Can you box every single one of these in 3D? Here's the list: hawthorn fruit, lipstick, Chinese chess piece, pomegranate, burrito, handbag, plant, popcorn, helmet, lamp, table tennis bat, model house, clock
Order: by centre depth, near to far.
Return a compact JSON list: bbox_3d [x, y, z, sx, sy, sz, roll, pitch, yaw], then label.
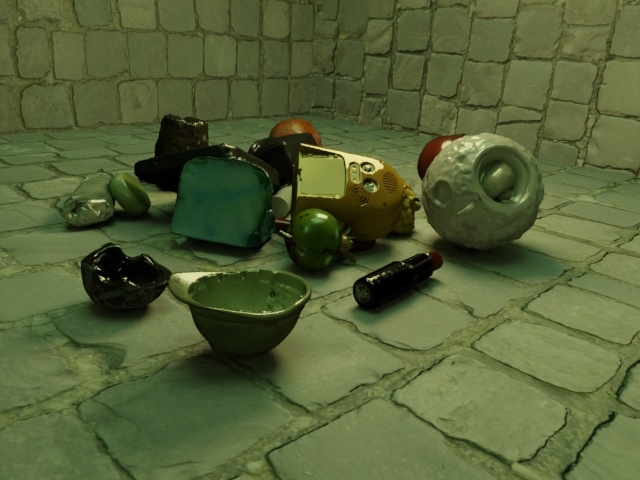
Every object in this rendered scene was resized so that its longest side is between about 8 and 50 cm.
[{"bbox_3d":[-0.146,0.140,0.982,0.258,0.137,0.204,0,19,-30],"label":"helmet"},{"bbox_3d":[-0.409,0.090,1.138,0.177,0.107,0.153,21,15,-7],"label":"helmet"},{"bbox_3d":[0.190,0.083,1.284,0.081,0.081,0.300,19,25,37],"label":"lipstick"},{"bbox_3d":[-0.001,-0.001,1.400,0.156,0.156,0.220,15,6,30],"label":"pomegranate"},{"bbox_3d":[0.077,-0.125,1.537,0.317,0.200,0.244,5,61,-4],"label":"clock"},{"bbox_3d":[-0.236,-0.093,1.546,0.262,0.225,0.241,11,-4,14],"label":"model house"},{"bbox_3d":[0.008,-0.020,1.615,0.310,0.038,0.200,12,21,13],"label":"table tennis bat"},{"bbox_3d":[-0.588,-0.142,1.698,0.059,0.144,0.144,-33,21,5],"label":"Chinese chess piece"},{"bbox_3d":[0.234,-0.106,1.705,0.170,0.180,0.180,-25,7,27],"label":"popcorn"},{"bbox_3d":[-0.709,-0.148,1.743,0.139,0.101,0.445,-15,23,-8],"label":"burrito"},{"bbox_3d":[0.497,-0.251,1.989,0.303,0.257,0.303,29,-6,3],"label":"lamp"},{"bbox_3d":[-0.507,-0.313,2.002,0.199,0.275,0.188,4,22,-26],"label":"plant"},{"bbox_3d":[-0.172,-0.291,2.013,0.275,0.177,0.302,-17,12,24],"label":"handbag"},{"bbox_3d":[-0.100,-0.405,2.418,0.235,0.231,0.262,-19,70,-39],"label":"hawthorn fruit"}]

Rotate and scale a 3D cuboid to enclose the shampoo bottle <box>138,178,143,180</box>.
[{"bbox_3d":[-0.615,-0.256,2.136,0.183,0.050,0.087,-4,24,-19],"label":"shampoo bottle"}]

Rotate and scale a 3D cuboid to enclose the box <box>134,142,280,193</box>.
[{"bbox_3d":[-0.336,-0.203,1.700,0.360,0.090,0.350,-6,-12,20],"label":"box"}]

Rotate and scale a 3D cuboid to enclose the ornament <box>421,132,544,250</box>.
[{"bbox_3d":[0.454,-0.135,1.581,0.337,0.336,0.337,3,20,-1],"label":"ornament"}]

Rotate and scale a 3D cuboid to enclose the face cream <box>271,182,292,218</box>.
[{"bbox_3d":[-0.111,-0.142,1.864,0.077,0.077,0.250,7,20,11],"label":"face cream"}]
